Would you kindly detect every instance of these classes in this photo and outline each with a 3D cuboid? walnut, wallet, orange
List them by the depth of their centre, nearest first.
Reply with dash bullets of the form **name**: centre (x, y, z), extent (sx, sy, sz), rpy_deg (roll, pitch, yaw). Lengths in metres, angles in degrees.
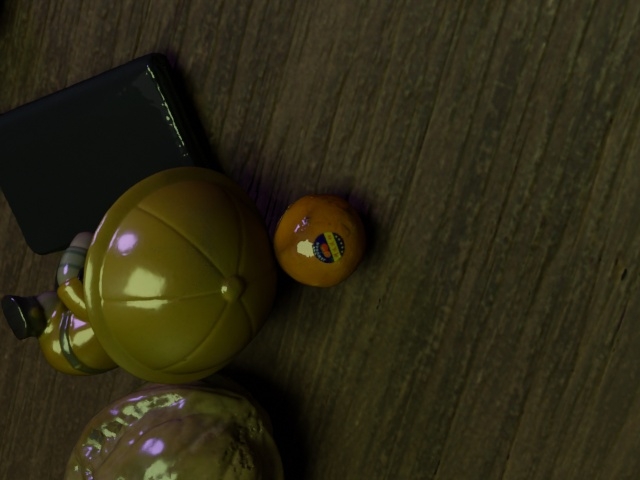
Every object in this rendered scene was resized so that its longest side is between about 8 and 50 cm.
- **orange**: centre (0.000, 0.000, 1.708), extent (0.083, 0.083, 0.084), rpy_deg (12, 113, 29)
- **walnut**: centre (-0.134, 0.225, 1.806), extent (0.198, 0.198, 0.245), rpy_deg (46, 118, 11)
- **wallet**: centre (-0.210, -0.075, 1.840), extent (0.250, 0.044, 0.149), rpy_deg (-18, 100, 35)

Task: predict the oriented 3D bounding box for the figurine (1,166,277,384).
- **figurine**: centre (-0.148, 0.049, 1.754), extent (0.257, 0.192, 0.167), rpy_deg (-33, 72, 46)
